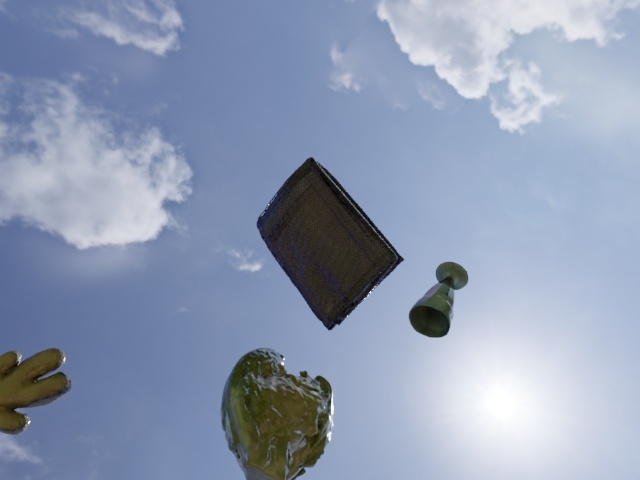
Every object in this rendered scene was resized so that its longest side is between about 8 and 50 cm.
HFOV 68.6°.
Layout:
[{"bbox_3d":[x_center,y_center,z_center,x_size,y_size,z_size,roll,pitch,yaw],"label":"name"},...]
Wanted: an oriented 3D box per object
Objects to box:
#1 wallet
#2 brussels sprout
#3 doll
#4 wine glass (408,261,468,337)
[{"bbox_3d":[-0.001,0.000,0.502,0.111,0.030,0.166,-47,-122,14],"label":"wallet"},{"bbox_3d":[-0.057,0.200,0.540,0.139,0.100,0.181,44,-151,-11],"label":"brussels sprout"},{"bbox_3d":[-0.235,0.113,0.340,0.093,0.051,0.061,-24,-110,9],"label":"doll"},{"bbox_3d":[0.216,0.103,0.848,0.073,0.073,0.155,33,-141,8],"label":"wine glass"}]
